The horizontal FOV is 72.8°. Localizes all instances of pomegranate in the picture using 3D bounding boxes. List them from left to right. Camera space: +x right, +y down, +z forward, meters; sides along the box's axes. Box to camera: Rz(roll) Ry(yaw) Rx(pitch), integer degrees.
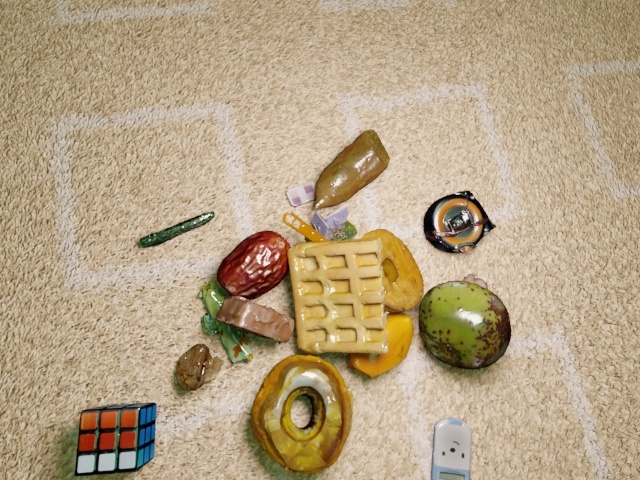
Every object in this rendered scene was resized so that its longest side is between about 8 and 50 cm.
[{"bbox_3d":[0.463,0.231,1.368,0.285,0.285,0.341,39,48,5],"label":"pomegranate"}]

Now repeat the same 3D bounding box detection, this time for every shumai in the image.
[{"bbox_3d":[-0.366,0.390,1.303,0.123,0.139,0.105,-26,111,15],"label":"shumai"}]

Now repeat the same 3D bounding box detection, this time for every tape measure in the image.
[{"bbox_3d":[0.467,-0.061,1.494,0.222,0.135,0.202,-34,89,-9],"label":"tape measure"}]

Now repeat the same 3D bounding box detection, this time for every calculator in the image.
[{"bbox_3d":[0.403,0.657,1.333,0.121,0.039,0.211,10,74,-2],"label":"calculator"}]

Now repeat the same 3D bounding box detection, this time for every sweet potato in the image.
[{"bbox_3d":[0.096,-0.231,1.501,0.369,0.158,0.158,-41,82,-8],"label":"sweet potato"}]

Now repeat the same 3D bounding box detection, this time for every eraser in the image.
[{"bbox_3d":[-0.062,-0.160,1.520,0.105,0.026,0.065,-22,80,-12],"label":"eraser"}]

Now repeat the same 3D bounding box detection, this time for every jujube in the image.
[{"bbox_3d":[-0.198,0.079,1.355,0.243,0.183,0.183,-42,82,-15],"label":"jujube"}]

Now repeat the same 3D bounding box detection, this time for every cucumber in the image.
[{"bbox_3d":[-0.466,-0.037,1.432,0.256,0.043,0.044,-25,83,-13],"label":"cucumber"}]

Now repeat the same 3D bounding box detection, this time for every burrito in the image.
[{"bbox_3d":[-0.312,0.264,1.360,0.104,0.054,0.288,-27,80,-11],"label":"burrito"}]

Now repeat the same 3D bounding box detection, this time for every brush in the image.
[{"bbox_3d":[0.000,0.000,1.392,0.314,0.017,0.090,36,97,-28],"label":"brush"}]

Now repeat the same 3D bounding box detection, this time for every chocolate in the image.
[{"bbox_3d":[-0.195,0.233,1.292,0.214,0.148,0.093,34,64,-38],"label":"chocolate"}]

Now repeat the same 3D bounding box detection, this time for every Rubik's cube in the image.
[{"bbox_3d":[-0.555,0.539,1.197,0.163,0.162,0.161,-1,74,-8],"label":"Rubik's cube"}]

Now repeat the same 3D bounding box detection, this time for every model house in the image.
[{"bbox_3d":[0.033,-0.049,1.448,0.166,0.088,0.117,-27,56,-13],"label":"model house"}]

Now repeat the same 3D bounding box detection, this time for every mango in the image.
[{"bbox_3d":[0.199,0.325,1.361,0.252,0.126,0.154,-41,94,-16],"label":"mango"}]

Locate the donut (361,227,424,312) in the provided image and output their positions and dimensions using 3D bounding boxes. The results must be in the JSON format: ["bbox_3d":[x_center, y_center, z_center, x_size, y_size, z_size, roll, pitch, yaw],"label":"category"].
[{"bbox_3d":[0.197,0.108,1.388,0.277,0.108,0.278,19,54,-28],"label":"donut"}]

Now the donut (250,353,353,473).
[{"bbox_3d":[-0.055,0.499,1.266,0.329,0.160,0.330,0,71,1],"label":"donut"}]

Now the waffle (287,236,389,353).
[{"bbox_3d":[0.048,0.169,1.275,0.304,0.077,0.349,-6,90,26],"label":"waffle"}]
